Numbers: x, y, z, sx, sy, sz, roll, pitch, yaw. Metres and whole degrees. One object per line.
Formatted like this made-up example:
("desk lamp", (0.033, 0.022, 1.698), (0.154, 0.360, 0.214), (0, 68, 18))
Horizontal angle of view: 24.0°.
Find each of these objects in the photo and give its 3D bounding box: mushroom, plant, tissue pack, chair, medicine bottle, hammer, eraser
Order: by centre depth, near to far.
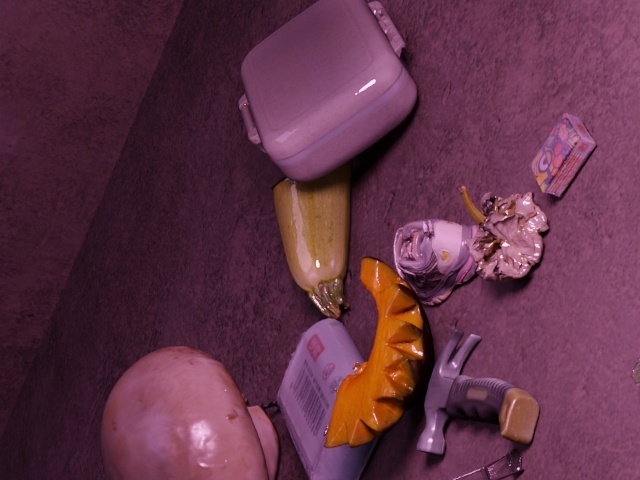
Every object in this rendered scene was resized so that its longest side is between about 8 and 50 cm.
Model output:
("chair", (0.198, 0.277, 1.729), (0.086, 0.042, 0.037), (-26, 34, 9))
("tissue pack", (0.290, -0.102, 1.799), (0.083, 0.035, 0.063), (-58, 25, 28))
("hammer", (0.190, 0.192, 1.801), (0.226, 0.041, 0.158), (2, 76, 69))
("plant", (0.211, -0.016, 1.816), (0.104, 0.122, 0.116), (-28, 40, 45))
("eraser", (0.013, 0.235, 2.138), (0.227, 0.081, 0.174), (-121, 49, -61))
("mushroom", (-0.173, 0.335, 2.314), (0.362, 0.295, 0.362), (38, 135, 51))
("medicine bottle", (0.007, -0.247, 2.366), (0.282, 0.123, 0.375), (-33, 31, 8))

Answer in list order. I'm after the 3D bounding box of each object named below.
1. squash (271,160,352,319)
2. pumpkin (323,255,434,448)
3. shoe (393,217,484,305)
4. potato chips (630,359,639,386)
("squash", (-0.016, -0.002, 2.329), (0.137, 0.137, 0.287), (-45, 35, 49))
("pumpkin", (0.111, 0.158, 1.933), (0.130, 0.149, 0.254), (-1, 72, 46))
("shoe", (0.139, 0.023, 1.984), (0.180, 0.092, 0.089), (-35, 41, 57))
("potato chips", (0.354, 0.087, 1.469), (0.228, 0.059, 0.167), (-98, 22, -47))
